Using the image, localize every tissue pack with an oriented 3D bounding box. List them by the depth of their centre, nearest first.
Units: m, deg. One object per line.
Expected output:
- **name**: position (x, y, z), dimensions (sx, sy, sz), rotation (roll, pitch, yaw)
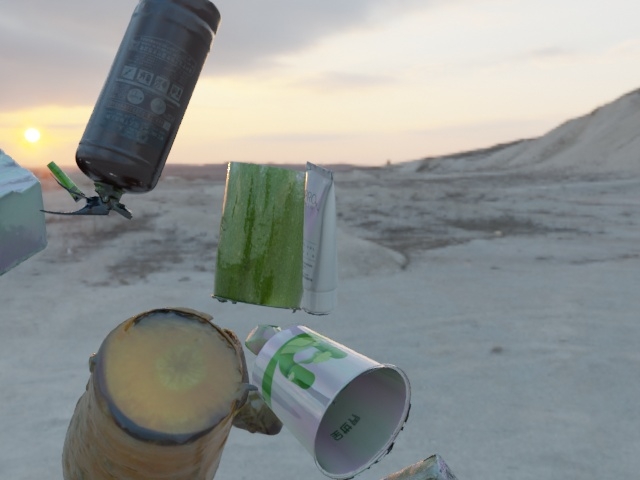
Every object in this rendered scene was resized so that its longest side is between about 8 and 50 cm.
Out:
- **tissue pack**: position (0.221, 0.638, 1.646), dimensions (0.256, 0.215, 0.123), rotation (-31, 15, 22)

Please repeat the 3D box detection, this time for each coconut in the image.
- **coconut**: position (-0.115, 0.220, 1.550), dimensions (0.082, 0.081, 0.083), rotation (38, -28, 7)

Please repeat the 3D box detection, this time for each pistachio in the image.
- **pistachio**: position (-0.165, 0.464, 1.938), dimensions (0.130, 0.165, 0.210), rotation (-43, -24, 22)

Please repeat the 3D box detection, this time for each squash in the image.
- **squash**: position (-0.146, -0.007, 1.926), dimensions (0.263, 0.384, 0.263), rotation (9, 1, 0)

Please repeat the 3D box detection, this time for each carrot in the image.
- **carrot**: position (-0.237, 0.266, 0.989), dimensions (0.224, 0.224, 0.341), rotation (-3, -36, -26)

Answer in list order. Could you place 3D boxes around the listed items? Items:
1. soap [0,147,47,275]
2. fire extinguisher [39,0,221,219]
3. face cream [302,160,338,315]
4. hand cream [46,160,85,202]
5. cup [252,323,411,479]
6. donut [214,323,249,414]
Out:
- **soap**: position (-0.673, -0.008, 1.121), dimensions (0.446, 0.156, 0.261), rotation (-21, 39, -39)
- **fire extinguisher**: position (-0.250, -0.175, 0.949), dimensions (0.135, 0.337, 0.114), rotation (21, -9, -17)
- **face cream**: position (0.000, 0.000, 1.140), dimensions (0.058, 0.244, 0.092), rotation (-10, 20, -25)
- **hand cream**: position (-0.671, -0.156, 1.871), dimensions (0.023, 0.122, 0.036), rotation (-23, 20, 45)
- **cup**: position (0.010, 0.315, 1.474), dimensions (0.253, 0.253, 0.274), rotation (-4, 22, -39)
- **donut**: position (-0.241, 0.365, 1.787), dimensions (0.151, 0.295, 0.112), rotation (28, 15, 22)
